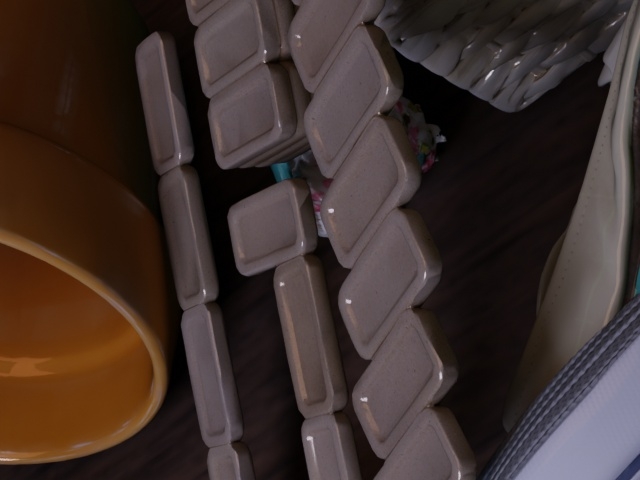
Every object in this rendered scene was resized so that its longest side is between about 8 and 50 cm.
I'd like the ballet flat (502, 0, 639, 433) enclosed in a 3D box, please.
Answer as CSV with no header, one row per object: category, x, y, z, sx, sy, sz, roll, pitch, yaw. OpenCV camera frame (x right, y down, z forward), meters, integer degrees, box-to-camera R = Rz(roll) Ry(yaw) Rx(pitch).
ballet flat,0.125,-0.029,0.608,0.086,0.086,0.248,14,84,43

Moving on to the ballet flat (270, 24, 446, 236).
ballet flat,-0.013,-0.101,0.760,0.077,0.091,0.241,-23,59,-4

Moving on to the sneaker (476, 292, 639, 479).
sneaker,0.076,0.125,0.534,0.091,0.094,0.258,32,111,5

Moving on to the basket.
basket,0.091,-0.141,0.653,0.167,0.113,0.103,-36,57,25

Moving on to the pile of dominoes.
pile of dominoes,0.000,0.000,0.631,0.196,0.040,0.251,-23,76,59

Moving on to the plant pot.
plant pot,-0.156,-0.027,0.773,0.205,0.205,0.188,-20,46,33
